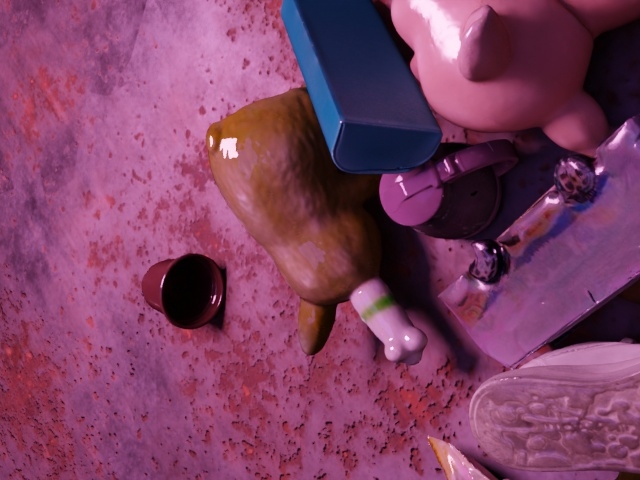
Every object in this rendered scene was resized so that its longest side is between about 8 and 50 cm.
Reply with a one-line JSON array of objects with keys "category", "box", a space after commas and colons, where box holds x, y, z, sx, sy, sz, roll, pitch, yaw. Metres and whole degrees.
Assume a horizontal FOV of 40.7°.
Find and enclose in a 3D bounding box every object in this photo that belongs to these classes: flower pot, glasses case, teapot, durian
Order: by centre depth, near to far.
[{"category": "teapot", "box": [0.143, -0.056, 0.970, 0.148, 0.146, 0.116, 3, 94, 34]}, {"category": "glasses case", "box": [0.035, -0.190, 0.983, 0.301, 0.117, 0.070, -107, 27, -47]}, {"category": "durian", "box": [0.201, 0.314, 0.999, 0.224, 0.078, 0.140, 58, 133, 30]}, {"category": "flower pot", "box": [-0.208, 0.069, 1.258, 0.089, 0.111, 0.111, 8, 98, 50]}]

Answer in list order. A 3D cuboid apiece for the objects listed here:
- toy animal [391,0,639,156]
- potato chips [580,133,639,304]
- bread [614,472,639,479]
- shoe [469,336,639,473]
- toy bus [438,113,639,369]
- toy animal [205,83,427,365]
[{"category": "toy animal", "box": [0.230, -0.250, 0.875, 0.326, 0.237, 0.269, -24, 51, 36]}, {"category": "potato chips", "box": [0.344, -0.025, 0.887, 0.195, 0.062, 0.208, -45, 71, 30]}, {"category": "bread", "box": [0.456, 0.246, 0.791, 0.384, 0.112, 0.166, -24, 79, 32]}, {"category": "shoe", "box": [0.317, 0.153, 0.862, 0.316, 0.159, 0.124, -7, 96, 23]}, {"category": "toy bus", "box": [0.257, 0.006, 0.865, 0.138, 0.112, 0.317, 55, 141, 14]}, {"category": "toy animal", "box": [0.005, -0.014, 1.070, 0.181, 0.180, 0.363, -26, 100, 40]}]
